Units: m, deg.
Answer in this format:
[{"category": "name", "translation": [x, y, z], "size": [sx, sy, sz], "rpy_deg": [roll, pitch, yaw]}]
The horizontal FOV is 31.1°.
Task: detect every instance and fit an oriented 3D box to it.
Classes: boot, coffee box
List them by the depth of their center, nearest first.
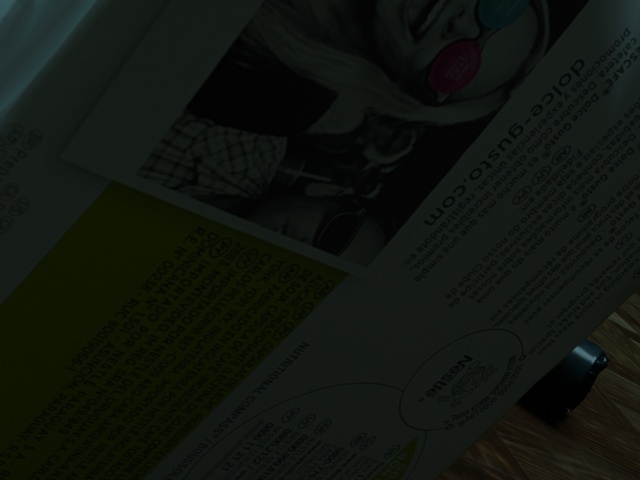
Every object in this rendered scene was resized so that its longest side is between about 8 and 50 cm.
[{"category": "coffee box", "translation": [-0.063, -0.078, 0.569], "size": [0.334, 0.338, 0.338], "rpy_deg": [29, 19, -45]}, {"category": "boot", "translation": [0.212, 0.078, 1.224], "size": [0.207, 0.094, 0.246], "rpy_deg": [34, -20, 20]}]
